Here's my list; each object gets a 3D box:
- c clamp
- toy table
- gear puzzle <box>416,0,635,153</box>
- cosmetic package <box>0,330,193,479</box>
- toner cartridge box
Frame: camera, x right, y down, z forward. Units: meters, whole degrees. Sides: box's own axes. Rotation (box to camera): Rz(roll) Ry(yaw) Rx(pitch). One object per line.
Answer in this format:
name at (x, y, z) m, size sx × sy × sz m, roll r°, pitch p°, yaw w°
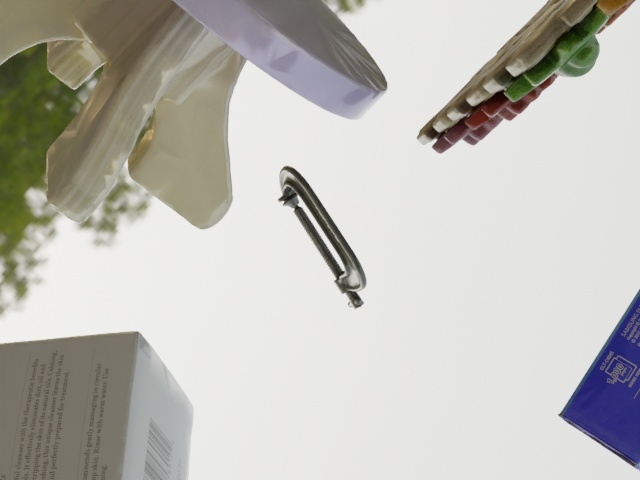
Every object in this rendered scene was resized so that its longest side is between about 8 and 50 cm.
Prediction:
c clamp at (0.000, 0.000, 1.448) m, size 0.022 × 0.160 × 0.137 m, roll -32°, pitch -176°, yaw -11°
toy table at (-0.109, -0.127, 0.942) m, size 0.161 × 0.274 × 0.252 m, roll -44°, pitch -163°, yaw 17°
gear puzzle at (0.163, -0.132, 0.868) m, size 0.044 × 0.339 × 0.175 m, roll 45°, pitch -102°, yaw -2°
cosmetic package at (-0.305, 0.201, 1.235) m, size 0.366 × 0.155 × 0.197 m, roll -5°, pitch -123°, yaw 14°
toner cartridge box at (0.325, 0.024, 1.166) m, size 0.075 × 0.165 × 0.347 m, roll 32°, pitch -92°, yaw 27°
